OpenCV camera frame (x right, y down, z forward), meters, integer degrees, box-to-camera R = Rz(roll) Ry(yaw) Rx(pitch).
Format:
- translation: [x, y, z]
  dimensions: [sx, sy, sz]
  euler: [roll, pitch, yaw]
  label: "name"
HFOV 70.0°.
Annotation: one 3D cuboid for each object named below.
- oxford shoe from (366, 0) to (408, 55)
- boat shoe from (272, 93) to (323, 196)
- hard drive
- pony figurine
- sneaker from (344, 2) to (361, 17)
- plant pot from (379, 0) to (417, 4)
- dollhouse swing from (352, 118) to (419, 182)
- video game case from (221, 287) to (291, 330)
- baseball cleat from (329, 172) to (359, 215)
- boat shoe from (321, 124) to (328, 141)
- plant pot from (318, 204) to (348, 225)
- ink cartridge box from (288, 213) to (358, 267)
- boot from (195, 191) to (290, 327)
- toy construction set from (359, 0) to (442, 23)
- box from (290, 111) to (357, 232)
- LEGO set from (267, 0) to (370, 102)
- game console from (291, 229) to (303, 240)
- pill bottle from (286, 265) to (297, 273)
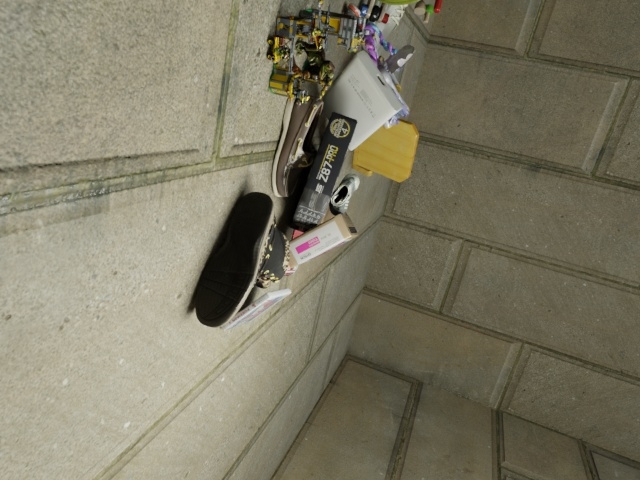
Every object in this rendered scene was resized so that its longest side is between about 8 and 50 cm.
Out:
- translation: [0.282, -0.940, 1.852]
  dimensions: [0.169, 0.130, 0.448]
  euler: [-28, 135, -72]
  label: "oxford shoe"
- translation: [-0.069, -0.280, 1.399]
  dimensions: [0.117, 0.097, 0.323]
  euler: [-32, 138, -69]
  label: "boat shoe"
- translation: [0.116, -0.431, 1.456]
  dimensions: [0.040, 0.203, 0.308]
  euler: [-37, -176, -24]
  label: "hard drive"
- translation: [0.223, -0.617, 1.732]
  dimensions: [0.350, 0.303, 0.363]
  euler: [-89, 155, -47]
  label: "pony figurine"
- translation: [0.108, -0.767, 1.599]
  dimensions: [0.065, 0.061, 0.158]
  euler: [-47, 168, 11]
  label: "sneaker"
- translation: [0.156, -0.835, 1.178]
  dimensions: [0.353, 0.367, 0.365]
  euler: [-27, 134, -54]
  label: "plant pot"
- translation: [0.337, -0.498, 2.208]
  dimensions: [0.315, 0.305, 0.346]
  euler: [-55, 156, -49]
  label: "dollhouse swing"
- translation: [-0.197, 0.215, 1.444]
  dimensions: [0.184, 0.023, 0.201]
  euler: [-36, 169, 11]
  label: "video game case"
- translation: [0.056, -0.131, 1.467]
  dimensions: [0.109, 0.072, 0.205]
  euler: [-50, 170, -36]
  label: "baseball cleat"
- translation: [0.078, -0.391, 1.672]
  dimensions: [0.277, 0.098, 0.096]
  euler: [115, -38, -51]
  label: "boat shoe"
- translation: [0.059, -0.074, 2.069]
  dimensions: [0.237, 0.110, 0.237]
  euler: [16, 90, -75]
  label: "plant pot"
- translation: [0.000, 0.000, 1.563]
  dimensions: [0.088, 0.235, 0.193]
  euler: [63, 12, 3]
  label: "ink cartridge box"
- translation: [-0.199, 0.083, 1.294]
  dimensions: [0.284, 0.138, 0.376]
  euler: [67, 38, -68]
  label: "boot"
- translation: [0.286, -0.921, 1.604]
  dimensions: [0.257, 0.309, 0.236]
  euler: [59, 45, -81]
  label: "toy construction set"
- translation: [0.003, -0.203, 1.537]
  dimensions: [0.395, 0.097, 0.317]
  euler: [132, -24, -80]
  label: "box"
- translation: [0.012, -0.505, 1.250]
  dimensions: [0.331, 0.192, 0.254]
  euler: [-43, 147, -61]
  label: "LEGO set"
- translation: [-0.087, 0.002, 1.818]
  dimensions: [0.124, 0.085, 0.143]
  euler: [-128, -129, -70]
  label: "game console"
- translation: [-0.132, 0.084, 1.609]
  dimensions: [0.152, 0.086, 0.085]
  euler: [13, 95, -75]
  label: "pill bottle"
